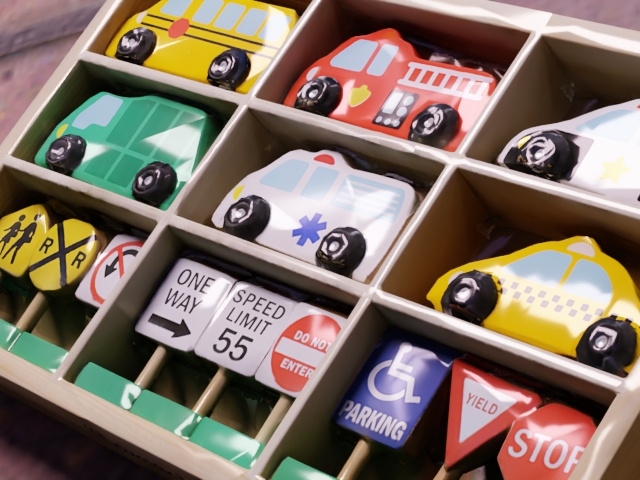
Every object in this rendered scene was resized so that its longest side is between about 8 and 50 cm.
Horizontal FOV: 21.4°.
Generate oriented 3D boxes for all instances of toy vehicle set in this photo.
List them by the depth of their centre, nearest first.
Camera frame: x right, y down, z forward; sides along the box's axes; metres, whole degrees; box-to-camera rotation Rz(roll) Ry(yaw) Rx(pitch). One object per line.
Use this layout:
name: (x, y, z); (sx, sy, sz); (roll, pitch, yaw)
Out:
toy vehicle set: (0.000, 0.000, 0.505); (0.267, 0.035, 0.166); (19, 70, 41)
